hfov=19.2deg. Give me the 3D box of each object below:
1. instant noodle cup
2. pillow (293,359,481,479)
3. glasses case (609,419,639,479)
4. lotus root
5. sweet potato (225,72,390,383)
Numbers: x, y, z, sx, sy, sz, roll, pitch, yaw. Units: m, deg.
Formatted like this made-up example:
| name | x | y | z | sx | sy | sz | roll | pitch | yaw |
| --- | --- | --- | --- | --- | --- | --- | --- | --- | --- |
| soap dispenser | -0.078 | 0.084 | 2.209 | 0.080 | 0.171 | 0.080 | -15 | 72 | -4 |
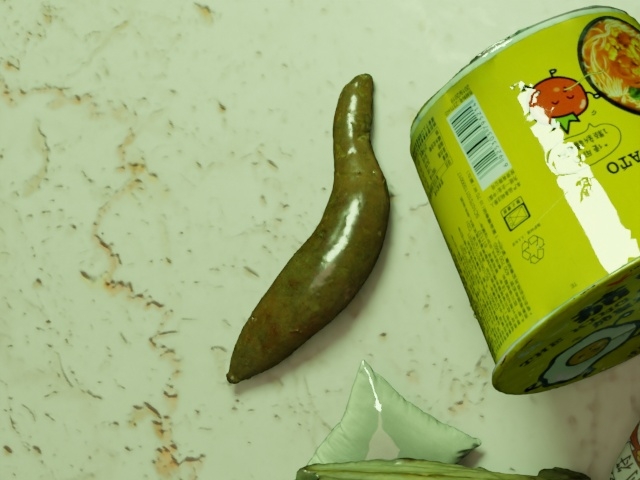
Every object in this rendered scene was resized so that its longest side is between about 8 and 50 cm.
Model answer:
| name | x | y | z | sx | sy | sz | roll | pitch | yaw |
| --- | --- | --- | --- | --- | --- | --- | --- | --- | --- |
| instant noodle cup | 0.244 | -0.043 | 1.746 | 0.325 | 0.325 | 0.254 | -32 | 70 | 9 |
| pillow | 0.025 | 0.252 | 1.876 | 0.144 | 0.078 | 0.254 | 39 | 95 | 2 |
| glasses case | 0.367 | 0.165 | 1.787 | 0.103 | 0.067 | 0.267 | 37 | 109 | 28 |
| lotus root | 0.105 | 0.283 | 1.766 | 0.314 | 0.210 | 0.142 | 1 | 93 | -1 |
| sweet potato | 0.007 | -0.001 | 1.904 | 0.108 | 0.079 | 0.346 | 22 | 88 | 26 |
